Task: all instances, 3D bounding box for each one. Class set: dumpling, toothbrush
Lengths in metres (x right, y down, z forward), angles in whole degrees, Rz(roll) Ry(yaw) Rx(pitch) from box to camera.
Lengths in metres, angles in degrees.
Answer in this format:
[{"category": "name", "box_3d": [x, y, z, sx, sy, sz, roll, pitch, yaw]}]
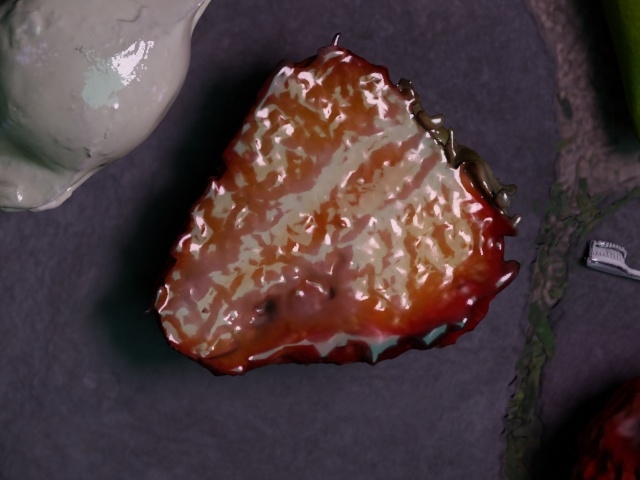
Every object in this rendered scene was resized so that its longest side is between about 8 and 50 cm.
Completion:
[{"category": "dumpling", "box_3d": [-0.196, -0.145, 1.317, 0.193, 0.147, 0.258, 31, 94, 3]}, {"category": "toothbrush", "box_3d": [0.365, 0.045, 1.680, 0.288, 0.024, 0.026, 16, 81, -26]}]

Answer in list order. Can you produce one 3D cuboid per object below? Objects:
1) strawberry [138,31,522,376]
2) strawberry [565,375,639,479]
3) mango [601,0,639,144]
[{"category": "strawberry", "box_3d": [0.018, 0.004, 1.444, 0.253, 0.150, 0.280, 31, 90, -7]}, {"category": "strawberry", "box_3d": [0.345, 0.251, 1.609, 0.292, 0.310, 0.291, 9, 68, -24]}, {"category": "mango", "box_3d": [0.322, -0.234, 1.519, 0.192, 0.156, 0.343, -3, 105, -22]}]
